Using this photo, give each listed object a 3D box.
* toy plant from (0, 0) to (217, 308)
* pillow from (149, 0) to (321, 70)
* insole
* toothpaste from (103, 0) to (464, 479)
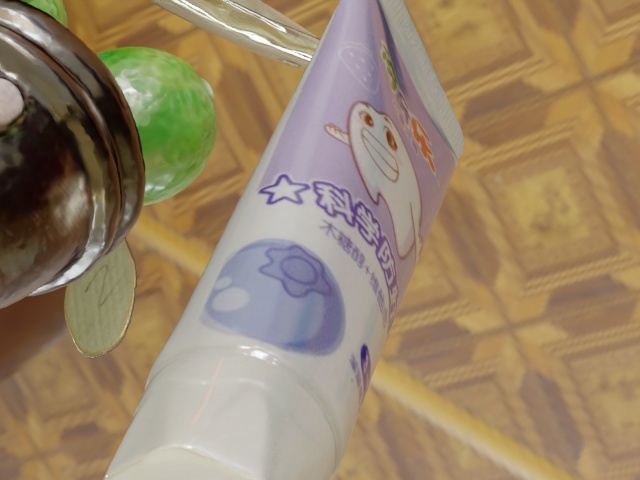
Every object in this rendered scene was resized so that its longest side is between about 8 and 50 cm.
[{"bbox_3d":[-0.176,-0.068,0.964,0.218,0.235,0.175,27,128,6],"label":"toy plant"},{"bbox_3d":[-0.077,-0.188,1.477,0.232,0.038,0.130,25,173,-19],"label":"pillow"},{"bbox_3d":[-0.172,0.013,1.362,0.064,0.188,0.004,-23,138,11],"label":"insole"},{"bbox_3d":[0.000,0.000,0.780,0.080,0.371,0.125,-15,117,25],"label":"toothpaste"}]
